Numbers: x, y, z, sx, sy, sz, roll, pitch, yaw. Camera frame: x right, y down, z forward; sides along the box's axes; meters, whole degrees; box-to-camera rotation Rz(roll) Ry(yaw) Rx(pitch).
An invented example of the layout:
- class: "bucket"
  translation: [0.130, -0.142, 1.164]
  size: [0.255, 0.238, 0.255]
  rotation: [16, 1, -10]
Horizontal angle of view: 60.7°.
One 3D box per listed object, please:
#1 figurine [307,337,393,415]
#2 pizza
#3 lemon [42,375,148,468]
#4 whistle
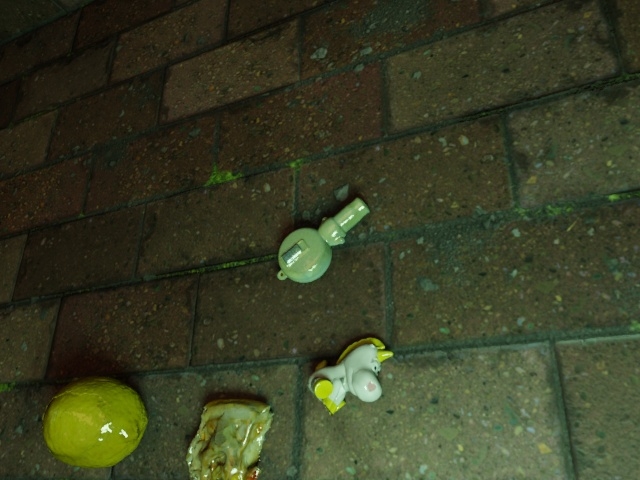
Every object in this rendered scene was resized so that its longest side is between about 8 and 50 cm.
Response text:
- class: "figurine"
  translation: [0.060, 0.258, 1.065]
  size: [0.178, 0.109, 0.129]
  rotation: [-26, 36, 12]
- class: "pizza"
  translation: [-0.204, 0.469, 1.119]
  size: [0.189, 0.071, 0.296]
  rotation: [5, 71, 29]
- class: "lemon"
  translation: [-0.508, 0.407, 1.233]
  size: [0.260, 0.204, 0.204]
  rotation: [1, 69, 27]
- class: "whistle"
  translation: [0.000, 0.000, 1.223]
  size: [0.258, 0.067, 0.126]
  rotation: [-40, 57, 4]
